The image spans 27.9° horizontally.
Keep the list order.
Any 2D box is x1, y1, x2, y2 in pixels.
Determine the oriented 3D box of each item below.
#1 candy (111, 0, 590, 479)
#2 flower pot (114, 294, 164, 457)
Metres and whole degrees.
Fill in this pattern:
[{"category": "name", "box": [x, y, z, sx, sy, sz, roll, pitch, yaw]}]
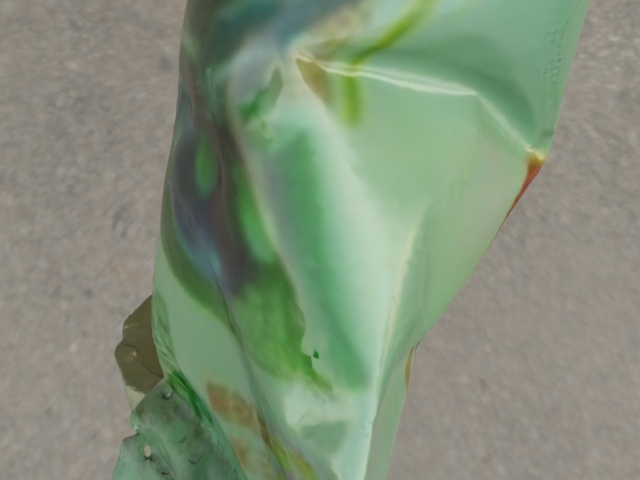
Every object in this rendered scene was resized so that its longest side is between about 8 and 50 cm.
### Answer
[{"category": "candy", "box": [-0.006, -0.001, 0.578, 0.172, 0.263, 0.397, 15, 100, -22]}, {"category": "flower pot", "box": [-0.077, 0.151, 1.087, 0.212, 0.212, 0.202, -13, 132, 1]}]
